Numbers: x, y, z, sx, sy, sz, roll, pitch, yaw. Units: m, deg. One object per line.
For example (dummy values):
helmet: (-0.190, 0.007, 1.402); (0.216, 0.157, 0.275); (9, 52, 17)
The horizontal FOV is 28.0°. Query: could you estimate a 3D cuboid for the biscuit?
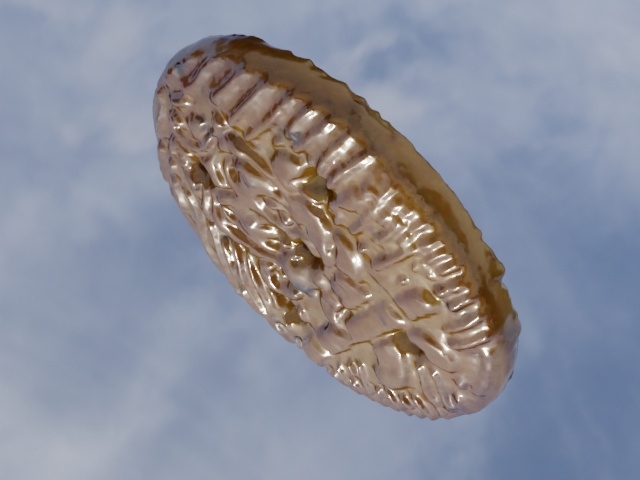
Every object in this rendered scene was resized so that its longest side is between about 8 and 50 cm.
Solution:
biscuit: (-0.001, 0.001, 0.513); (0.188, 0.188, 0.027); (45, -114, 8)
